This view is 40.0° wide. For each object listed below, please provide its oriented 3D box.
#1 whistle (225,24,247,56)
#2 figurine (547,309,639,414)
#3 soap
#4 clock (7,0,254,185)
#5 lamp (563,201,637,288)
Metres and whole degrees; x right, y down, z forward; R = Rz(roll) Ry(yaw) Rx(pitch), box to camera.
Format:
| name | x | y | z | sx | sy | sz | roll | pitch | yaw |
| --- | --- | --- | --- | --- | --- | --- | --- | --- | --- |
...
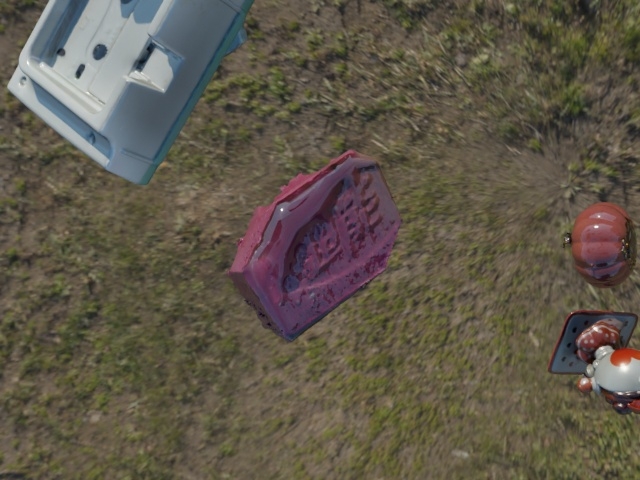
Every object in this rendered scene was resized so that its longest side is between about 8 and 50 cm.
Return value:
| name | x | y | z | sx | sy | sz | roll | pitch | yaw |
| --- | --- | --- | --- | --- | --- | --- | --- | --- | --- |
| whistle | -0.262 | -0.505 | 1.517 | 0.168 | 0.405 | 0.188 | -8 | 52 | 26 |
| figurine | 0.607 | 0.266 | 1.761 | 0.183 | 0.226 | 0.160 | 3 | 115 | -21 |
| soap | 0.000 | 0.000 | 1.499 | 0.324 | 0.127 | 0.220 | -36 | 109 | -23 |
| clock | -0.232 | -0.231 | 0.994 | 0.231 | 0.116 | 0.262 | 36 | 98 | 27 |
| lamp | 0.588 | 0.011 | 1.847 | 0.140 | 0.182 | 0.182 | -5 | 92 | 36 |
